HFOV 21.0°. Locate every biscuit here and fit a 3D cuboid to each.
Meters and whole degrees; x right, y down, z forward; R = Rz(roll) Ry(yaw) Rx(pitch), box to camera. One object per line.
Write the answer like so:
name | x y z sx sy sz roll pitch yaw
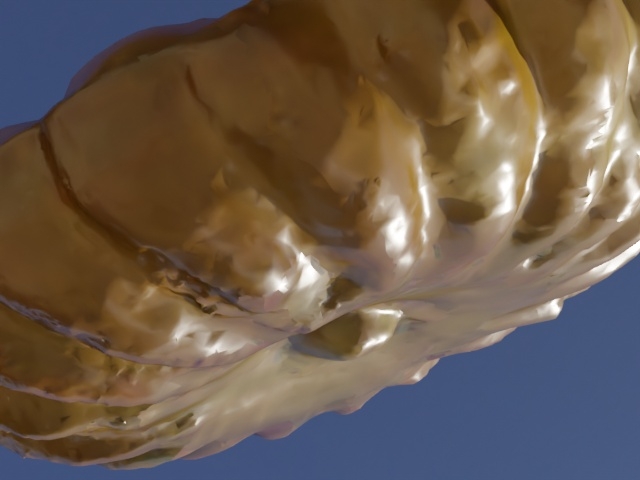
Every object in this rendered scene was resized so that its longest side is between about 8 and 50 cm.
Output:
biscuit | 0.000 0.000 0.644 0.326 0.326 0.107 -29 -104 28
